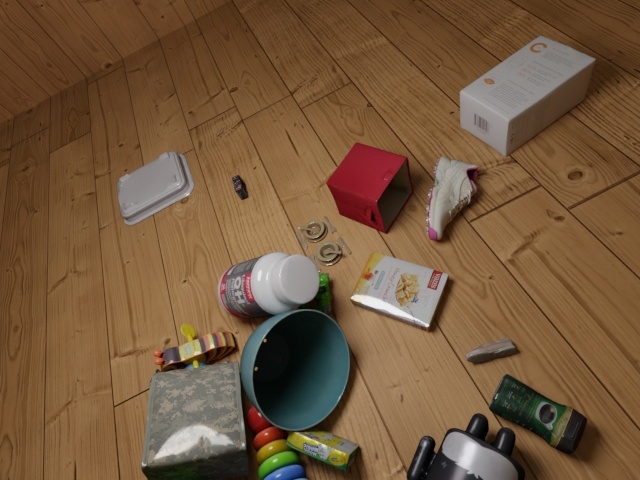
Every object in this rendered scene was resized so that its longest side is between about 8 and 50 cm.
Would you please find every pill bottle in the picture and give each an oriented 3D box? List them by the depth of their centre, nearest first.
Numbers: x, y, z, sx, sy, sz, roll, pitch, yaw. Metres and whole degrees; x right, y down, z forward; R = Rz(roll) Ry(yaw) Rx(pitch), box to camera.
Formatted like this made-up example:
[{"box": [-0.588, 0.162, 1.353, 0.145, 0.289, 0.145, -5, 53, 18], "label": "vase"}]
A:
[{"box": [-0.149, 0.129, 1.177, 0.319, 0.176, 0.176, -18, 47, 49], "label": "pill bottle"}]

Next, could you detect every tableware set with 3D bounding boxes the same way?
[{"box": [0.000, 0.000, 1.370, 0.128, 0.039, 0.194, -31, 55, -2], "label": "tableware set"}]

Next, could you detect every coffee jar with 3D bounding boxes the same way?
[{"box": [0.490, 0.392, 0.933, 0.185, 0.079, 0.096, 26, 67, 31], "label": "coffee jar"}]

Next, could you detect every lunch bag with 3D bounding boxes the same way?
[{"box": [-0.313, 0.451, 1.055, 0.236, 0.168, 0.286, -5, 39, -12], "label": "lunch bag"}]

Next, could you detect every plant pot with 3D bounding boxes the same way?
[{"box": [-0.096, 0.321, 1.087, 0.196, 0.290, 0.290, -6, 52, 53], "label": "plant pot"}]

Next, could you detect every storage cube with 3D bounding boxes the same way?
[{"box": [0.163, -0.170, 1.332, 0.193, 0.183, 0.214, 25, 71, 31], "label": "storage cube"}]

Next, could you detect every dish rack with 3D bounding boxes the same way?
[{"box": [-0.720, -0.240, 1.752, 0.333, 0.072, 0.285, -29, 55, 1], "label": "dish rack"}]

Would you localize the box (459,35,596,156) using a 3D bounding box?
[{"box": [0.668, -0.478, 1.360, 0.346, 0.168, 0.215, -35, 55, -4], "label": "box"}]

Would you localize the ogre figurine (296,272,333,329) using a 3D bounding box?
[{"box": [-0.026, 0.168, 1.236, 0.118, 0.096, 0.197, -15, 28, 13], "label": "ogre figurine"}]

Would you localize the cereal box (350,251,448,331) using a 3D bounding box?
[{"box": [0.229, 0.142, 1.197, 0.241, 0.047, 0.172, 16, 66, 27], "label": "cereal box"}]

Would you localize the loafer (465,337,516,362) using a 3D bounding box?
[{"box": [0.431, 0.280, 1.051, 0.126, 0.045, 0.039, -12, 39, 4], "label": "loafer"}]

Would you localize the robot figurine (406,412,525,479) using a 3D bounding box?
[{"box": [0.315, 0.516, 0.864, 0.278, 0.174, 0.209, -57, 16, -19], "label": "robot figurine"}]

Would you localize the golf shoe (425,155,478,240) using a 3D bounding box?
[{"box": [0.407, -0.133, 1.272, 0.140, 0.115, 0.305, 10, 64, 20], "label": "golf shoe"}]

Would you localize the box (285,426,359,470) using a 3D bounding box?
[{"box": [-0.004, 0.499, 1.012, 0.180, 0.105, 0.043, 15, 82, 22], "label": "box"}]

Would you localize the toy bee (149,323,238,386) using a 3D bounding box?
[{"box": [-0.403, 0.356, 1.215, 0.298, 0.162, 0.195, -45, 58, -11], "label": "toy bee"}]

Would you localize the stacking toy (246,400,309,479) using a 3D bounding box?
[{"box": [-0.109, 0.555, 1.018, 0.141, 0.141, 0.330, -31, 49, -2], "label": "stacking toy"}]

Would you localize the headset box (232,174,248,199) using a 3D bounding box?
[{"box": [-0.309, -0.202, 1.588, 0.032, 0.062, 0.083, -22, 56, 6], "label": "headset box"}]
